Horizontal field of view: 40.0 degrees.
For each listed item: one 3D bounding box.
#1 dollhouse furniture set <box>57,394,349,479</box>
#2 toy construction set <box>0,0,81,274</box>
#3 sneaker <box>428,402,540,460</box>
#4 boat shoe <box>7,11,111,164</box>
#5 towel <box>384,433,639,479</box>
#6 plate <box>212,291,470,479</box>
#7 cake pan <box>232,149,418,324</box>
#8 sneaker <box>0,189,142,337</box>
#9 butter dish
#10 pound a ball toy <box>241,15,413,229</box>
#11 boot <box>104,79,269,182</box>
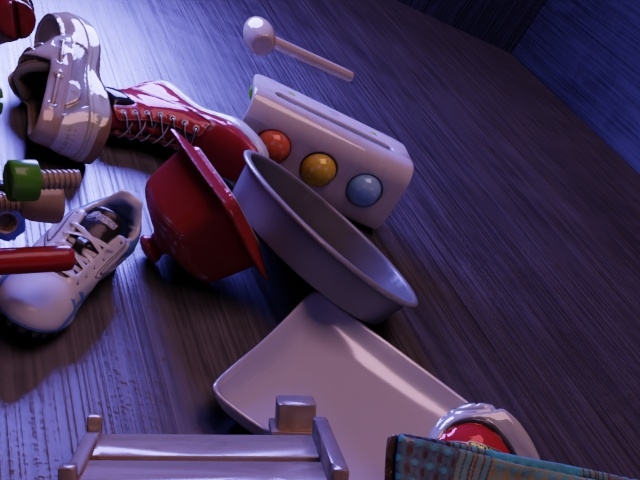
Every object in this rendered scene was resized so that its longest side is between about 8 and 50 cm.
[{"bbox_3d":[-0.138,0.233,0.624,0.304,0.173,0.355,3,4,-5],"label":"dollhouse furniture set"},{"bbox_3d":[-0.370,-0.090,0.778,0.237,0.257,0.308,-4,47,-35],"label":"toy construction set"},{"bbox_3d":[0.183,0.287,0.817,0.279,0.107,0.118,52,44,-3],"label":"sneaker"},{"bbox_3d":[-0.351,-0.218,1.152,0.098,0.109,0.302,14,36,-35],"label":"boat shoe"},{"bbox_3d":[0.206,0.320,0.732,0.370,0.040,0.271,18,61,-27],"label":"towel"},{"bbox_3d":[0.046,0.191,0.927,0.278,0.045,0.277,35,25,7],"label":"plate"},{"bbox_3d":[0.000,0.000,1.120,0.293,0.054,0.293,41,10,-8],"label":"cake pan"},{"bbox_3d":[-0.245,0.014,0.874,0.085,0.086,0.237,32,26,-5],"label":"sneaker"},{"bbox_3d":[-0.152,-0.017,1.011,0.160,0.118,0.160,51,-10,36],"label":"butter dish"},{"bbox_3d":[-0.008,-0.167,1.321,0.319,0.208,0.135,24,26,-18],"label":"pound a ball toy"},{"bbox_3d":[-0.203,-0.143,1.208,0.244,0.088,0.176,32,24,20],"label":"boot"}]
